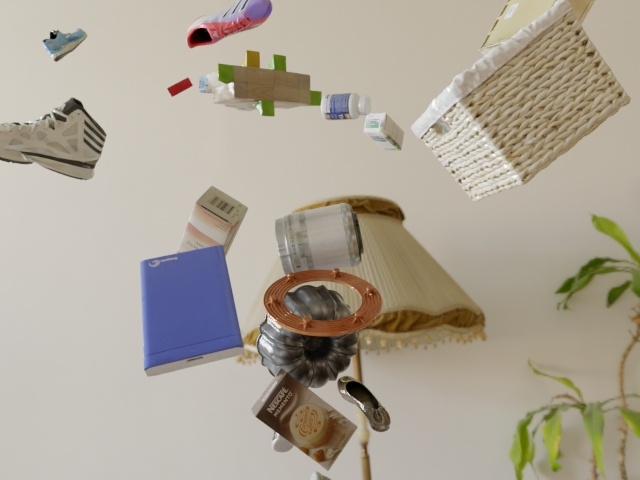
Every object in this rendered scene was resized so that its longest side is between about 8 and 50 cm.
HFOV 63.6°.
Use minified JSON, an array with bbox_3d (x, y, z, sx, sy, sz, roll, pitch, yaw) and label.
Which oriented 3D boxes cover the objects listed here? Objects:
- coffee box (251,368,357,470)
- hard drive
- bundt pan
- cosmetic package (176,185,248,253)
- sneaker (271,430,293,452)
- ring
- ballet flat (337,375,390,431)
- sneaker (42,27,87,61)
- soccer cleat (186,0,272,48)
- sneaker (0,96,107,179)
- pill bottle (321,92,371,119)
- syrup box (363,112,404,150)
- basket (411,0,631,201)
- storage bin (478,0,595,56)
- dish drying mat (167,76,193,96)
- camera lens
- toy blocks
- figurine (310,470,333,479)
[{"bbox_3d":[-0.045,0.477,1.383,0.246,0.141,0.098,38,-13,-7],"label":"coffee box"},{"bbox_3d":[-0.308,0.149,1.207,0.210,0.319,0.040,-12,-45,-11],"label":"hard drive"},{"bbox_3d":[-0.020,0.308,1.560,0.330,0.331,0.124,2,15,-27],"label":"bundt pan"},{"bbox_3d":[-0.378,-0.015,1.755,0.153,0.129,0.296,29,-52,-1],"label":"cosmetic package"},{"bbox_3d":[-0.112,0.637,1.898,0.101,0.269,0.153,19,24,-19],"label":"sneaker"},{"bbox_3d":[0.006,0.157,1.443,0.335,0.032,0.337,1,25,0],"label":"ring"},{"bbox_3d":[0.121,0.448,1.469,0.084,0.058,0.250,-10,22,-21],"label":"ballet flat"},{"bbox_3d":[-0.738,-0.584,1.489,0.063,0.162,0.073,-24,-60,30],"label":"sneaker"},{"bbox_3d":[-0.232,-0.547,1.305,0.247,0.095,0.083,-5,-38,26],"label":"soccer cleat"},{"bbox_3d":[-0.922,-0.379,1.681,0.447,0.258,0.169,14,22,-47],"label":"sneaker"},{"bbox_3d":[0.067,-0.346,1.332,0.120,0.067,0.067,4,-8,25],"label":"pill bottle"},{"bbox_3d":[0.290,-0.491,2.332,0.093,0.097,0.236,8,-6,31],"label":"syrup box"},{"bbox_3d":[0.436,-0.294,1.191,0.331,0.267,0.328,-37,0,-5],"label":"basket"},{"bbox_3d":[0.656,-0.671,1.575,0.123,0.263,0.260,32,-4,-24],"label":"storage bin"},{"bbox_3d":[-0.460,-0.503,1.691,0.083,0.032,0.008,-37,27,-23],"label":"dish drying mat"},{"bbox_3d":[0.000,0.000,1.745,0.273,0.220,0.219,-11,-13,3],"label":"camera lens"},{"bbox_3d":[-0.224,-0.497,1.717,0.381,0.191,0.260,-6,9,-37],"label":"toy blocks"},{"bbox_3d":[-0.019,0.817,1.475,0.092,0.210,0.215,35,7,-33],"label":"figurine"}]
